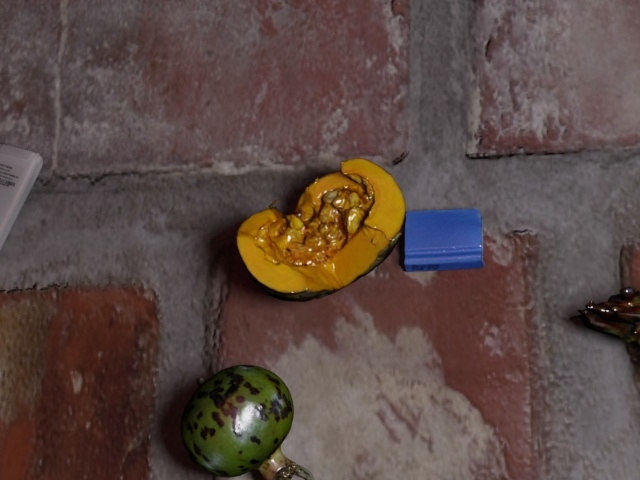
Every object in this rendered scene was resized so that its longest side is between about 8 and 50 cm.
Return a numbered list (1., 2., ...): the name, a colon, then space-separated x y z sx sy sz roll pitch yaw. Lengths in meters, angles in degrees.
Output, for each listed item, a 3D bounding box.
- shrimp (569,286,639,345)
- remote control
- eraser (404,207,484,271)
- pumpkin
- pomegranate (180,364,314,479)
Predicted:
1. shrimp: 0.388 0.141 1.613 0.289 0.075 0.178 11 68 1
2. remote control: -0.392 0.008 1.845 0.067 0.029 0.261 16 70 18
3. eraser: 0.132 0.000 1.748 0.085 0.027 0.063 -3 62 9
4. pumpkin: 0.000 0.000 1.729 0.183 0.107 0.119 -27 69 -12
5. pomegranate: -0.071 0.197 1.647 0.122 0.122 0.161 -41 93 -11
